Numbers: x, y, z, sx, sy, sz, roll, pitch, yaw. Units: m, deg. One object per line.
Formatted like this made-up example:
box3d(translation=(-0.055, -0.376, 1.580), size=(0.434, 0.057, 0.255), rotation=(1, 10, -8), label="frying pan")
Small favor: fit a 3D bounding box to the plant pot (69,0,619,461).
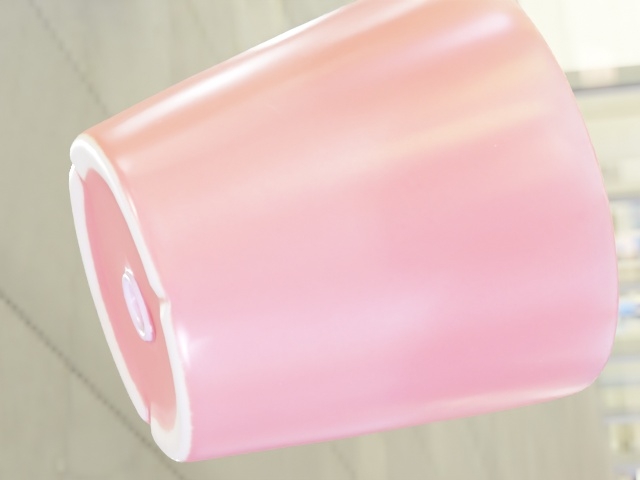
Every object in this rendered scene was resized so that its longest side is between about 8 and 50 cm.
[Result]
box3d(translation=(0.000, 0.000, 1.104), size=(0.275, 0.243, 0.274), rotation=(162, -90, -73), label="plant pot")
